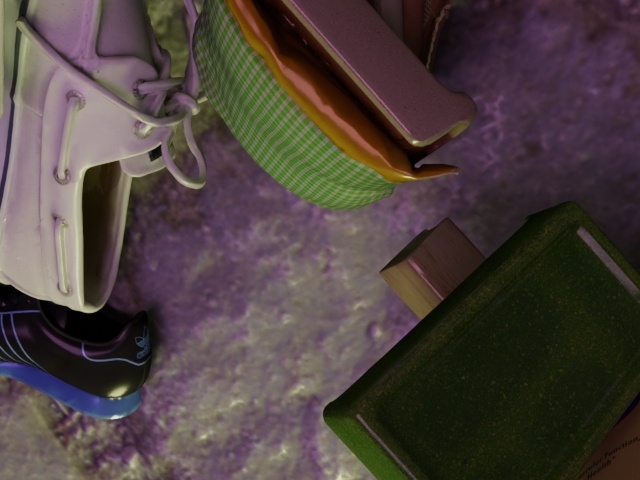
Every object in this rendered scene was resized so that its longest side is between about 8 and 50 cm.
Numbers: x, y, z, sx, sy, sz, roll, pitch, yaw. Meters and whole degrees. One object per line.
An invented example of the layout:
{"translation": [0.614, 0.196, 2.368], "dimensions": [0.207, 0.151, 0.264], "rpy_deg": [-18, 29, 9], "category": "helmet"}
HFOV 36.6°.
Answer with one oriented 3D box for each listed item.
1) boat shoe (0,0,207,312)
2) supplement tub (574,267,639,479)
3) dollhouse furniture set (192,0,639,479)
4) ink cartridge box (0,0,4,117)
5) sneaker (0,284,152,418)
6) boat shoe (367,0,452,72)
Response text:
{"translation": [-0.135, -0.090, 0.641], "dimensions": [0.156, 0.136, 0.367], "rpy_deg": [27, 122, 6], "category": "boat shoe"}
{"translation": [0.237, 0.149, 0.503], "dimensions": [0.241, 0.331, 0.241], "rpy_deg": [7, 115, 16], "category": "supplement tub"}
{"translation": [0.000, 0.000, 0.512], "dimensions": [0.301, 0.151, 0.197], "rpy_deg": [48, 162, -3], "category": "dollhouse furniture set"}
{"translation": [-0.255, -0.251, 0.534], "dimensions": [0.296, 0.066, 0.261], "rpy_deg": [53, 143, 27], "category": "ink cartridge box"}
{"translation": [-0.245, 0.064, 0.784], "dimensions": [0.232, 0.081, 0.090], "rpy_deg": [17, 115, 4], "category": "sneaker"}
{"translation": [0.044, -0.180, 0.541], "dimensions": [0.123, 0.116, 0.324], "rpy_deg": [46, 151, 38], "category": "boat shoe"}
